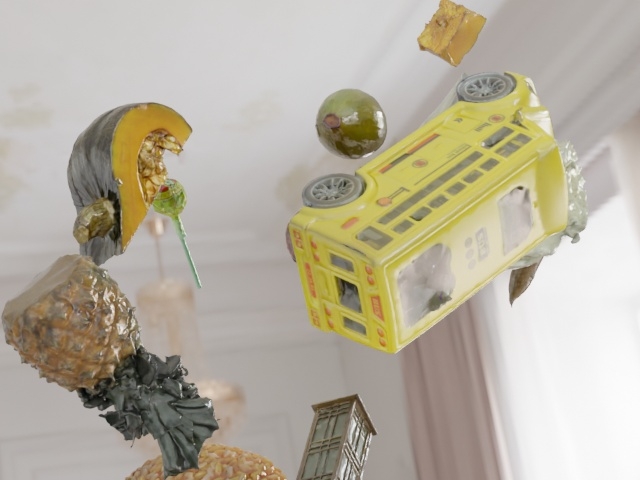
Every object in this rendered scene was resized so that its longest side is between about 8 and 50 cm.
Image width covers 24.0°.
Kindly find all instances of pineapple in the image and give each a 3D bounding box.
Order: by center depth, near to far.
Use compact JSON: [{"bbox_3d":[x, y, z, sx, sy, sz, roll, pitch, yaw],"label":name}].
[{"bbox_3d":[-0.205,0.133,1.517,0.128,0.128,0.248,-24,-65,36],"label":"pineapple"}]

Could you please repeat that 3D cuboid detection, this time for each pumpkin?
[{"bbox_3d":[0.179,-0.280,2.044,0.054,0.074,0.083,28,-81,-39],"label":"pumpkin"},{"bbox_3d":[-0.299,-0.090,2.134,0.126,0.248,0.131,38,-28,-32],"label":"pumpkin"}]

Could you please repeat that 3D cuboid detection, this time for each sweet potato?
[{"bbox_3d":[0.378,-0.011,2.588,0.067,0.067,0.274,5,-67,-37],"label":"sweet potato"}]

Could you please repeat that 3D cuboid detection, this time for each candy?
[{"bbox_3d":[-0.220,-0.009,2.366,0.062,0.194,0.058,3,30,37],"label":"candy"}]

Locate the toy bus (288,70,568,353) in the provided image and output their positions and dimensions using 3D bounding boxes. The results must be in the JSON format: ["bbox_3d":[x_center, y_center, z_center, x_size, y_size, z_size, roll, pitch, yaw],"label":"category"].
[{"bbox_3d":[0.128,-0.034,1.464,0.330,0.144,0.152,-35,39,-30],"label":"toy bus"}]

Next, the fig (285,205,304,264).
[{"bbox_3d":[0.000,0.006,2.729,0.128,0.128,0.150,-11,-42,3],"label":"fig"}]

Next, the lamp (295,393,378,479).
[{"bbox_3d":[0.011,0.370,2.315,0.090,0.325,0.089,-16,-64,19],"label":"lamp"}]

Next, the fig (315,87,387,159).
[{"bbox_3d":[0.028,-0.120,1.539,0.074,0.074,0.088,-17,-7,19],"label":"fig"}]

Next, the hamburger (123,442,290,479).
[{"bbox_3d":[-0.129,0.411,1.810,0.330,0.330,0.250,-21,-34,30],"label":"hamburger"}]

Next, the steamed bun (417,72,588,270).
[{"bbox_3d":[0.222,-0.098,2.189,0.273,0.272,0.290,-24,8,31],"label":"steamed bun"}]
